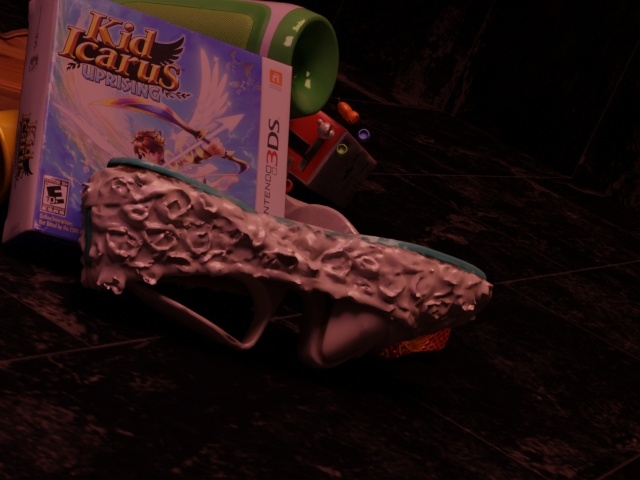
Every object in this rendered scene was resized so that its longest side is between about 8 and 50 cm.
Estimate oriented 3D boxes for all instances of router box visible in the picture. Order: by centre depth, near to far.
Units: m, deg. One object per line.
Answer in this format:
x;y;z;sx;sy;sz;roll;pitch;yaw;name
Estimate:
-0.087;-0.171;2.074;0.301;0.082;0.335;37;2;8;router box

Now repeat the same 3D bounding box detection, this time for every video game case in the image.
-0.154;-0.085;1.539;0.270;0.244;0.061;16;-25;-34;video game case

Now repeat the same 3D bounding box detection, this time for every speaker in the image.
-0.133;-0.207;1.805;0.297;0.131;0.131;10;4;29;speaker

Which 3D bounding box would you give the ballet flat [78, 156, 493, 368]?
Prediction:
-0.037;0.044;1.475;0.409;0.147;0.147;17;15;-24;ballet flat

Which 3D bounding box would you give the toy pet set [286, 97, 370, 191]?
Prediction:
-0.023;-0.137;1.856;0.114;0.122;0.065;54;-7;12;toy pet set

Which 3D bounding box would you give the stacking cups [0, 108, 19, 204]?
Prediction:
-0.188;-0.100;1.605;0.316;0.096;0.096;-11;32;-35;stacking cups

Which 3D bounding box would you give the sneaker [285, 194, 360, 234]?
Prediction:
0.000;0.000;1.838;0.212;0.080;0.094;35;5;43;sneaker

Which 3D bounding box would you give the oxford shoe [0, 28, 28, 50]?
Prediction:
-0.389;-0.218;2.036;0.076;0.076;0.212;56;13;2;oxford shoe

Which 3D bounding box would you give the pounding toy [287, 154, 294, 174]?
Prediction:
-0.100;-0.070;1.787;0.141;0.130;0.100;32;15;29;pounding toy

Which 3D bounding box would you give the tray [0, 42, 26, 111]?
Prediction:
-0.280;-0.149;1.903;0.411;0.076;0.203;12;18;-42;tray

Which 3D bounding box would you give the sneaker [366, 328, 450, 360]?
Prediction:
0.065;0.088;1.656;0.067;0.064;0.175;9;-3;33;sneaker
